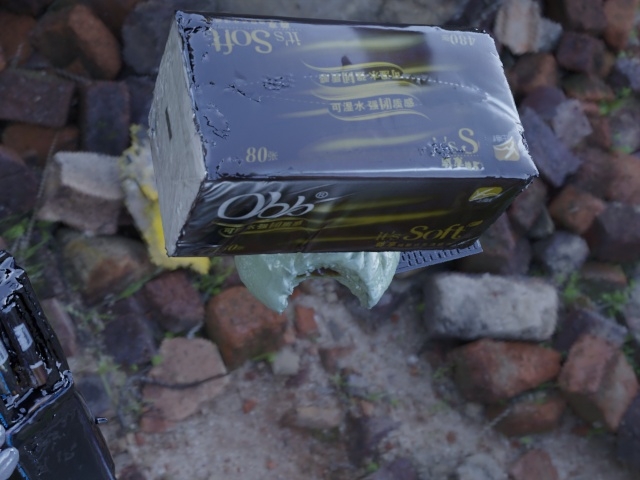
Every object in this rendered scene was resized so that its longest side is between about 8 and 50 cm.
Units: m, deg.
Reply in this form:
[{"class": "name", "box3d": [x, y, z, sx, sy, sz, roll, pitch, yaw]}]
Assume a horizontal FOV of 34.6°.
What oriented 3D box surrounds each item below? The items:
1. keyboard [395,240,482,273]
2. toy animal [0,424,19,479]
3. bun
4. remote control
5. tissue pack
[{"class": "keyboard", "box3d": [0.122, 0.008, 1.412, 0.202, 0.011, 0.067, -14, 74, -17]}, {"class": "toy animal", "box3d": [-0.428, 0.267, 0.804, 0.302, 0.284, 0.225, -66, 147, -45]}, {"class": "bun", "box3d": [0.000, 0.000, 1.294, 0.212, 0.126, 0.204, -30, 67, -22]}, {"class": "remote control", "box3d": [-0.303, 0.175, 1.065, 0.144, 0.062, 0.398, -41, 143, -27]}, {"class": "tissue pack", "box3d": [0.007, -0.104, 1.089, 0.370, 0.198, 0.210, -2, 66, -22]}]
